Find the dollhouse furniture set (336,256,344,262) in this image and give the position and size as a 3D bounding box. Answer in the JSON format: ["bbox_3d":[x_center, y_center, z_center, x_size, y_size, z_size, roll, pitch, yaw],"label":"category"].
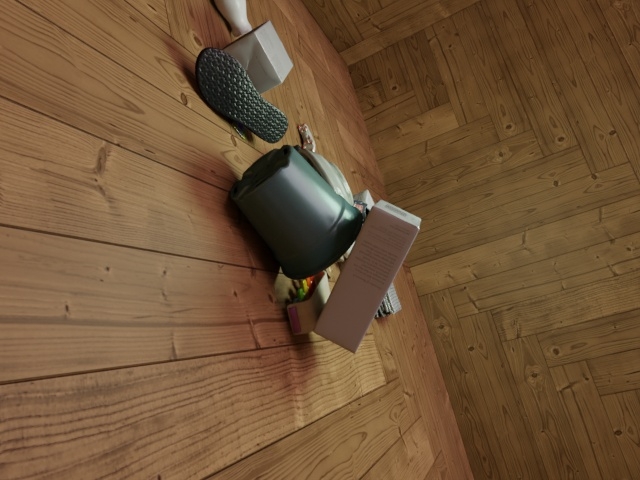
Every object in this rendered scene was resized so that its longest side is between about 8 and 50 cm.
[{"bbox_3d":[0.000,0.000,1.878,0.129,0.129,0.184,40,37,-54],"label":"dollhouse furniture set"}]

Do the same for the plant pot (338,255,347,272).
[{"bbox_3d":[0.184,0.135,2.267,0.237,0.109,0.237,53,26,-41],"label":"plant pot"}]

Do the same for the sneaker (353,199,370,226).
[{"bbox_3d":[0.129,-0.153,2.133,0.350,0.148,0.131,16,81,-39],"label":"sneaker"}]

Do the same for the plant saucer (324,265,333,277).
[{"bbox_3d":[0.033,0.126,2.014,0.083,0.015,0.083,52,27,-41],"label":"plant saucer"}]

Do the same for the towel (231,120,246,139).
[{"bbox_3d":[-0.298,-0.414,1.667,0.083,0.009,0.060,52,25,-40],"label":"towel"}]

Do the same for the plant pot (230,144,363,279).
[{"bbox_3d":[-0.094,-0.106,1.493,0.334,0.341,0.341,49,28,-28],"label":"plant pot"}]

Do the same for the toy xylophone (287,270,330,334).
[{"bbox_3d":[-0.033,0.185,1.634,0.322,0.081,0.236,-37,120,-71],"label":"toy xylophone"}]

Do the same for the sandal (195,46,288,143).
[{"bbox_3d":[-0.288,-0.494,1.605,0.107,0.167,0.446,38,-1,39],"label":"sandal"}]

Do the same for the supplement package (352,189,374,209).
[{"bbox_3d":[0.189,-0.125,2.388,0.194,0.203,0.149,62,21,-23],"label":"supplement package"}]

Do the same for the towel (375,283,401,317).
[{"bbox_3d":[0.335,0.280,2.519,0.284,0.121,0.235,71,18,7],"label":"towel"}]

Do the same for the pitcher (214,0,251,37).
[{"bbox_3d":[-0.367,-0.973,1.889,0.178,0.125,0.207,-118,-175,-52],"label":"pitcher"}]

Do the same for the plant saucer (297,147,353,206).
[{"bbox_3d":[0.039,-0.205,1.851,0.400,0.100,0.400,58,-10,17],"label":"plant saucer"}]

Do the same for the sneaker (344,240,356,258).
[{"bbox_3d":[0.157,-0.024,2.224,0.169,0.108,0.292,39,36,10],"label":"sneaker"}]

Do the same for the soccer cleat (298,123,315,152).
[{"bbox_3d":[-0.060,-0.502,2.299,0.076,0.068,0.196,34,38,-63],"label":"soccer cleat"}]

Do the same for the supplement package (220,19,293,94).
[{"bbox_3d":[-0.255,-0.693,1.769,0.199,0.198,0.263,59,23,-27],"label":"supplement package"}]

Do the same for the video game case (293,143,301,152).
[{"bbox_3d":[-0.045,-0.282,2.172,0.248,0.035,0.275,42,33,-52],"label":"video game case"}]

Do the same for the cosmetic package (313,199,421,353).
[{"bbox_3d":[0.156,0.109,1.492,0.161,0.453,0.230,27,16,8],"label":"cosmetic package"}]
